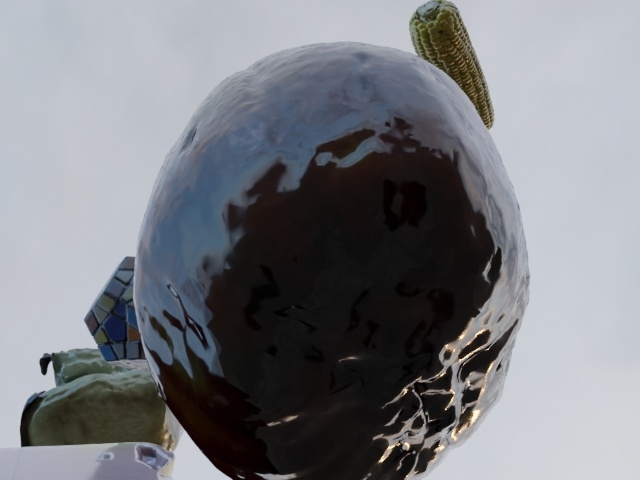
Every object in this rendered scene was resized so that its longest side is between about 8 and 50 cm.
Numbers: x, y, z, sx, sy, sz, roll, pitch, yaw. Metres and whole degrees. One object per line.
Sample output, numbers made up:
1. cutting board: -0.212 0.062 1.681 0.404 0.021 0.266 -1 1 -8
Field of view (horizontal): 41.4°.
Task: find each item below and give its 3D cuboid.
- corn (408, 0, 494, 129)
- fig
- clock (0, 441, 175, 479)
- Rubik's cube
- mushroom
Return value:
1. corn: 0.172 -0.217 1.088 0.072 0.072 0.203 -32 -50 2
2. fig: 0.008 0.007 0.455 0.223 0.263 0.224 1 -27 0
3. clock: -0.218 0.331 0.524 0.250 0.368 0.377 4 -88 -15
4. Rubik's cube: -0.150 0.064 0.743 0.093 0.111 0.111 32 -78 -10
5. mushroom: -0.260 0.232 1.102 0.163 0.267 0.190 -1 -95 7
